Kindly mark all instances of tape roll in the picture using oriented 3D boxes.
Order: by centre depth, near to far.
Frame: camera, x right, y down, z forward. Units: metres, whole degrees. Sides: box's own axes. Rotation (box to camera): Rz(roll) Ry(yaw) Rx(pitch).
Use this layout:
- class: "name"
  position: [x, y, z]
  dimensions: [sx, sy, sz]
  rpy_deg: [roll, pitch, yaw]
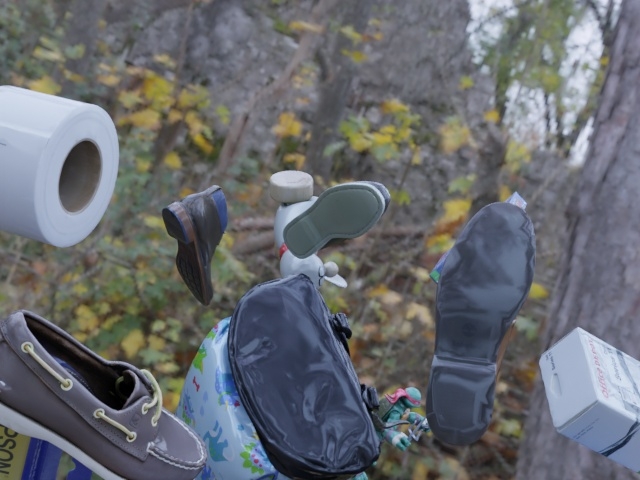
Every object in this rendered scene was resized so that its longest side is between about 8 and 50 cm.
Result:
- class: "tape roll"
  position: [-0.473, -0.125, 1.749]
  dimensions: [0.169, 0.246, 0.246]
  rpy_deg: [15, -6, 17]

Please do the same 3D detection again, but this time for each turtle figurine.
- class: "turtle figurine"
  position: [0.143, 0.354, 1.977]
  dimensions: [0.118, 0.234, 0.175]
  rpy_deg: [51, 28, 18]

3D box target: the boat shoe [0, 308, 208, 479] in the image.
- class: "boat shoe"
  position: [-0.233, 0.179, 1.129]
  dimensions: [0.324, 0.096, 0.117]
  rpy_deg: [38, 17, -35]

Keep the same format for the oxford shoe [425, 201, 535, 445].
- class: "oxford shoe"
  position: [0.132, 0.070, 0.894]
  dimensions: [0.076, 0.212, 0.076]
  rpy_deg: [16, -11, 10]

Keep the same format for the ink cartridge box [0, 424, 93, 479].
- class: "ink cartridge box"
  position: [-0.464, 0.292, 1.407]
  dimensions: [0.307, 0.304, 0.072]
  rpy_deg: [18, 33, -5]

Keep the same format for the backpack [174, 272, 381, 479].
- class: "backpack"
  position: [-0.081, 0.267, 1.424]
  dimensions: [0.273, 0.290, 0.356]
  rpy_deg: [-15, -29, -14]

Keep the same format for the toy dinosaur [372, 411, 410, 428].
- class: "toy dinosaur"
  position: [0.057, 0.285, 1.784]
  dimensions: [0.118, 0.064, 0.268]
  rpy_deg: [13, -13, 27]

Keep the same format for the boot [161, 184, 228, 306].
- class: "boot"
  position: [-0.193, 0.010, 1.788]
  dimensions: [0.082, 0.106, 0.219]
  rpy_deg: [30, -37, 38]

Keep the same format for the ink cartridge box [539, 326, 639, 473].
- class: "ink cartridge box"
  position: [0.434, 0.241, 1.525]
  dimensions: [0.208, 0.087, 0.153]
  rpy_deg: [28, 34, -22]

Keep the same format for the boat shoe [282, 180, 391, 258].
- class: "boat shoe"
  position: [0.031, -0.039, 1.527]
  dimensions: [0.068, 0.081, 0.227]
  rpy_deg: [-29, 1, -40]

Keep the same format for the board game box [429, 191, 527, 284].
- class: "board game box"
  position: [0.301, -0.003, 1.983]
  dimensions: [0.035, 0.201, 0.136]
  rpy_deg: [47, 24, 1]

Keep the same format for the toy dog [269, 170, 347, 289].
- class: "toy dog"
  position: [0.000, 0.000, 1.842]
  dimensions: [0.160, 0.334, 0.220]
  rpy_deg: [-6, -45, -4]
